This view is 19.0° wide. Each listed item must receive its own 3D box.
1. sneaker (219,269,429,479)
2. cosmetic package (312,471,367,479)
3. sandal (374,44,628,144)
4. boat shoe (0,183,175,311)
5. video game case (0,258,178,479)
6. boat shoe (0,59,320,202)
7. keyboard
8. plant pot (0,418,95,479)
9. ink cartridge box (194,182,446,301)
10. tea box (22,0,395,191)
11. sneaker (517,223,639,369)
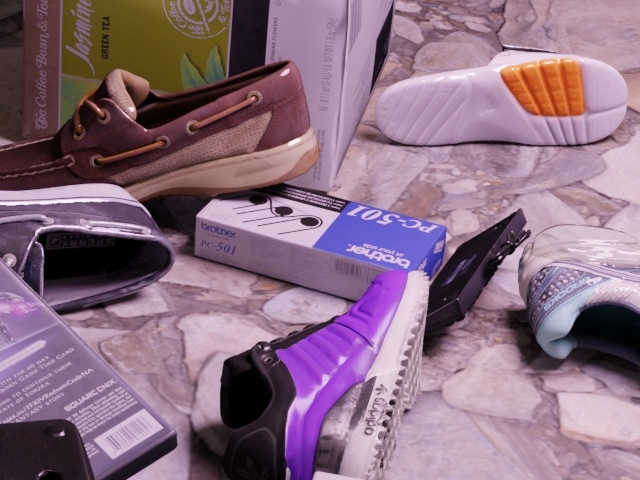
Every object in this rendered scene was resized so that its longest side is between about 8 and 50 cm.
[{"bbox_3d":[-0.002,0.102,1.490,0.146,0.102,0.293,9,31,9],"label":"sneaker"},{"bbox_3d":[0.027,0.256,1.250,0.117,0.085,0.231,9,32,8],"label":"cosmetic package"},{"bbox_3d":[0.183,-0.156,1.965,0.265,0.102,0.076,-2,33,-8],"label":"sandal"},{"bbox_3d":[-0.265,0.022,1.596,0.301,0.108,0.102,-6,30,-32],"label":"boat shoe"},{"bbox_3d":[-0.267,0.114,1.425,0.196,0.026,0.274,-31,53,-28],"label":"video game case"},{"bbox_3d":[-0.177,-0.100,1.747,0.342,0.123,0.123,-7,25,7],"label":"boat shoe"},{"bbox_3d":[0.136,0.027,1.670,0.023,0.108,0.180,51,35,-8],"label":"keyboard"},{"bbox_3d":[-0.210,0.217,1.197,0.188,0.167,0.187,-4,31,-14],"label":"plant pot"},{"bbox_3d":[0.000,0.000,1.723,0.207,0.046,0.097,15,32,17],"label":"ink cartridge box"},{"bbox_3d":[-0.103,-0.239,1.946,0.324,0.220,0.329,9,30,8],"label":"tea box"},{"bbox_3d":[0.311,0.065,1.628,0.283,0.110,0.122,0,42,4],"label":"sneaker"}]
